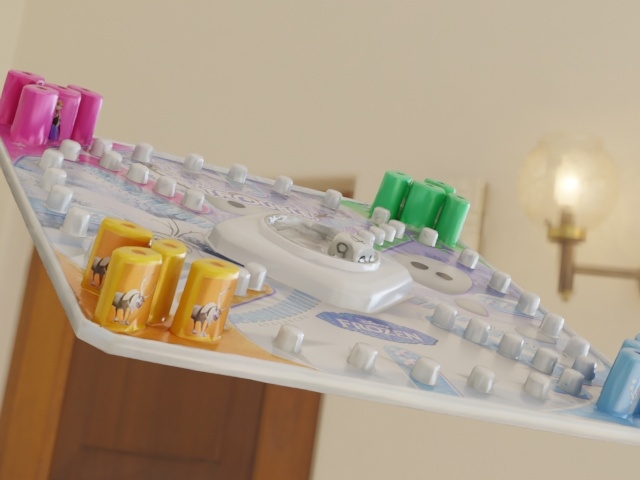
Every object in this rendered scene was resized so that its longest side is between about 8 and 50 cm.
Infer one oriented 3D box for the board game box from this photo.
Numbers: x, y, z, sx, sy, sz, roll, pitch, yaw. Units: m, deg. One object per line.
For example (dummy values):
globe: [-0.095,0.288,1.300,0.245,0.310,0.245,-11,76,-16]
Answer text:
board game box: [0.000,0.000,0.850,0.390,0.050,0.390,13,16,-26]
